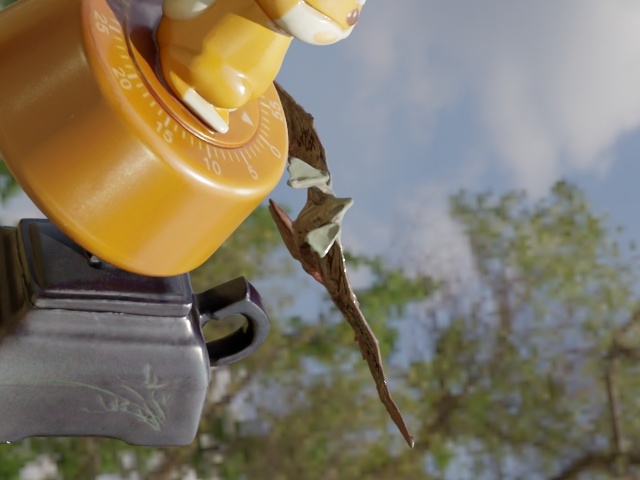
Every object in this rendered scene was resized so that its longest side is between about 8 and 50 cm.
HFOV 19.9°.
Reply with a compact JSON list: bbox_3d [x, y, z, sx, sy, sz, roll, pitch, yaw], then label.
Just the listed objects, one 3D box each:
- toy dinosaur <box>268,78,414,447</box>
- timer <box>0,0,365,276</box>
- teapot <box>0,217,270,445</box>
[{"bbox_3d":[0.001,-0.001,0.899,0.108,0.032,0.220,108,-37,-76],"label":"toy dinosaur"},{"bbox_3d":[-0.038,-0.077,0.718,0.152,0.132,0.132,-34,-124,29],"label":"timer"},{"bbox_3d":[-0.104,0.029,0.816,0.096,0.177,0.087,118,-33,-40],"label":"teapot"}]
